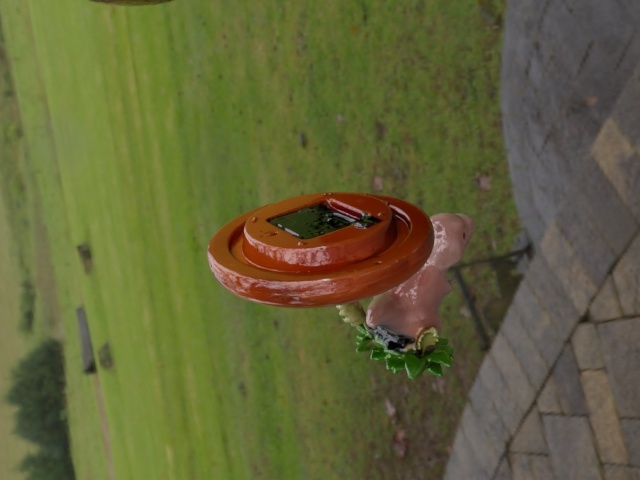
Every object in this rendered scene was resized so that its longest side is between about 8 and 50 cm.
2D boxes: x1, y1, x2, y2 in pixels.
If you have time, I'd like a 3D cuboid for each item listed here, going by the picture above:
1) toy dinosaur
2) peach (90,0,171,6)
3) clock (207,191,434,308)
[{"bbox_3d":[0.121,0.070,1.187,0.152,0.194,0.177,40,141,40],"label":"toy dinosaur"},{"bbox_3d":[-0.116,-0.338,0.781,0.258,0.201,0.361,-48,33,42],"label":"peach"},{"bbox_3d":[0.000,0.000,0.879,0.205,0.205,0.051,-142,41,-60],"label":"clock"}]
